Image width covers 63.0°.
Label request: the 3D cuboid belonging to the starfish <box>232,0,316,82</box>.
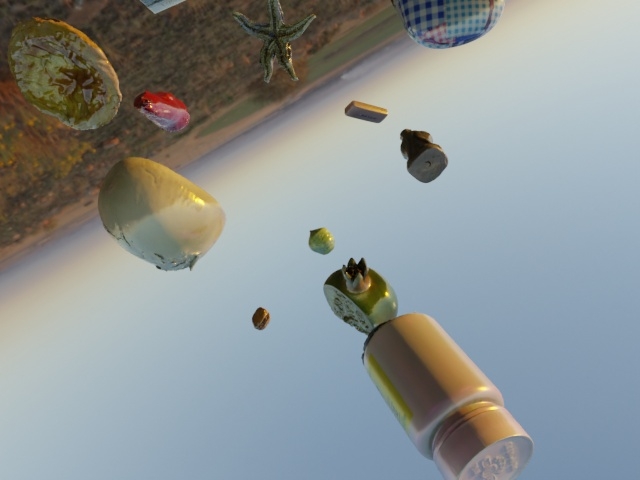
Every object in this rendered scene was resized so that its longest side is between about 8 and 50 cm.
[{"bbox_3d":[-0.088,-0.459,1.159,0.176,0.208,0.053,-10,-156,25],"label":"starfish"}]

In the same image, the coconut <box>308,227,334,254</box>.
[{"bbox_3d":[0.000,0.000,1.671,0.088,0.096,0.088,-44,164,-16],"label":"coconut"}]

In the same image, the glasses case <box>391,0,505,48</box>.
[{"bbox_3d":[0.126,-0.390,0.664,0.125,0.327,0.076,-19,166,1],"label":"glasses case"}]

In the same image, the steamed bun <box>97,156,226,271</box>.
[{"bbox_3d":[-0.441,-0.061,1.390,0.334,0.312,0.233,2,-118,58],"label":"steamed bun"}]

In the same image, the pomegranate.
[{"bbox_3d":[0.169,0.193,2.003,0.216,0.358,0.310,-31,-131,-25],"label":"pomegranate"}]

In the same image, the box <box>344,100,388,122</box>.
[{"bbox_3d":[0.121,-0.337,1.376,0.115,0.025,0.048,6,159,-30],"label":"box"}]

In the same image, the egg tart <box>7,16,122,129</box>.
[{"bbox_3d":[-0.513,-0.343,1.068,0.241,0.241,0.106,-23,-148,30],"label":"egg tart"}]

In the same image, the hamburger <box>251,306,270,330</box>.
[{"bbox_3d":[-0.202,0.267,1.772,0.076,0.044,0.083,-53,-151,2],"label":"hamburger"}]

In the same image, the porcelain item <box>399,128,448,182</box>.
[{"bbox_3d":[0.217,-0.209,1.165,0.081,0.069,0.215,-47,-157,21],"label":"porcelain item"}]

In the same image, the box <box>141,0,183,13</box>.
[{"bbox_3d":[-0.358,-0.615,1.200,0.164,0.069,0.256,-22,-170,3],"label":"box"}]

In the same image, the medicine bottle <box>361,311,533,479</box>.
[{"bbox_3d":[0.262,0.342,1.140,0.214,0.213,0.378,-31,-143,-6],"label":"medicine bottle"}]

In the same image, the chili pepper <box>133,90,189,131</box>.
[{"bbox_3d":[-0.457,-0.378,1.521,0.110,0.110,0.387,-29,-176,3],"label":"chili pepper"}]
